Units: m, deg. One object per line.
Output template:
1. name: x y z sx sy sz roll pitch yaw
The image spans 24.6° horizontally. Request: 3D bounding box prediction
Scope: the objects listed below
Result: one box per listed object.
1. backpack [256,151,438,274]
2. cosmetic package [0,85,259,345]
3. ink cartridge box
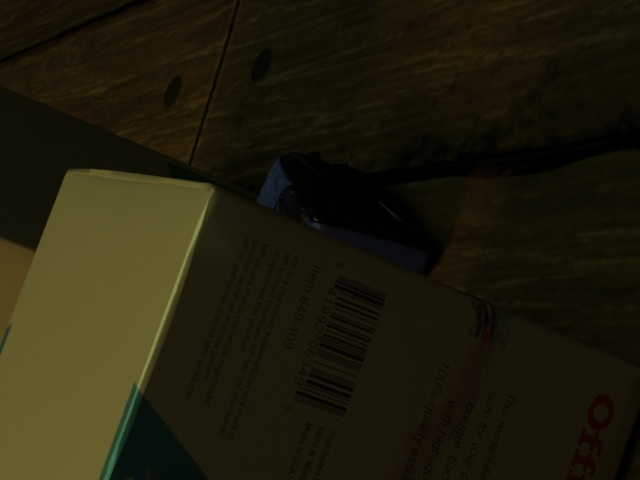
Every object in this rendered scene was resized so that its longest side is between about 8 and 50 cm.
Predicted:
1. backpack: 0.000 0.000 0.980 0.101 0.098 0.120 -59 31 21
2. cosmetic package: -0.206 0.015 1.030 0.155 0.365 0.197 -51 34 25
3. ink cartridge box: -0.014 0.104 0.757 0.197 0.270 0.198 10 78 61
